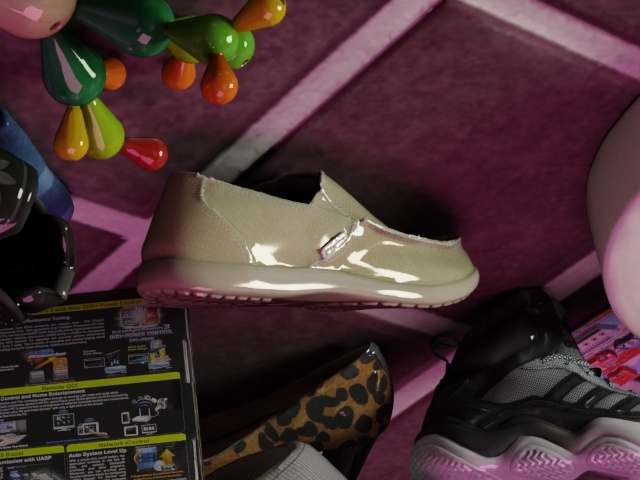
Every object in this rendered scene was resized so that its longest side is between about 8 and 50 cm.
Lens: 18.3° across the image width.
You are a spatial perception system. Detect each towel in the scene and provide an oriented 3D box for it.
[{"bbox_3d":[-0.206,-0.039,1.275,0.067,0.029,0.119,-15,145,9],"label":"towel"}]

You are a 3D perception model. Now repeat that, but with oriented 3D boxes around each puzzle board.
[{"bbox_3d":[0.218,0.097,1.582,0.096,0.011,0.128,21,136,-36],"label":"puzzle board"}]

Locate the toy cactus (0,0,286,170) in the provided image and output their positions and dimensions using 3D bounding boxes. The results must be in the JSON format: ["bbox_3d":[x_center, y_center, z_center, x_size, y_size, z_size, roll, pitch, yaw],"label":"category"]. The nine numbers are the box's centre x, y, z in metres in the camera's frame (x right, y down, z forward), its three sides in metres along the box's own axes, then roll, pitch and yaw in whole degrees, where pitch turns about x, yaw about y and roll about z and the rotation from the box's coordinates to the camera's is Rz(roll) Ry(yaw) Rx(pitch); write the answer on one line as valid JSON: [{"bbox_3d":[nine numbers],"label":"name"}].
[{"bbox_3d":[-0.126,-0.118,1.125,0.180,0.112,0.219,15,149,-16],"label":"toy cactus"}]

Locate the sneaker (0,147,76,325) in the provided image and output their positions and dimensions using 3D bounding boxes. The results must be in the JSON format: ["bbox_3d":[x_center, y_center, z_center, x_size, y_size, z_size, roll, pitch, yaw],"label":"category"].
[{"bbox_3d":[-0.229,0.025,1.248,0.146,0.102,0.293,11,153,-6],"label":"sneaker"}]

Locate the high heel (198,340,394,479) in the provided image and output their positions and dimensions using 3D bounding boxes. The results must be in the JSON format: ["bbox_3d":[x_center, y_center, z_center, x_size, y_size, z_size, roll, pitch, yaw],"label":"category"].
[{"bbox_3d":[-0.081,0.127,1.532,0.261,0.093,0.186,15,119,-11],"label":"high heel"}]

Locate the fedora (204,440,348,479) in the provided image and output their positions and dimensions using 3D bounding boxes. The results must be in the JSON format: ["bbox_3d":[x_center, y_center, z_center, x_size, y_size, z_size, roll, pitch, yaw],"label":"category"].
[{"bbox_3d":[-0.049,0.235,1.451,0.275,0.244,0.124,-36,97,23],"label":"fedora"}]

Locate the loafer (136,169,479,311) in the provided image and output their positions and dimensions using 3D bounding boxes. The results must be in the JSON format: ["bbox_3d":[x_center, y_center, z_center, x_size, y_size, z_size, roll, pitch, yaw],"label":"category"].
[{"bbox_3d":[0.000,0.000,1.320,0.268,0.092,0.102,3,175,-41],"label":"loafer"}]

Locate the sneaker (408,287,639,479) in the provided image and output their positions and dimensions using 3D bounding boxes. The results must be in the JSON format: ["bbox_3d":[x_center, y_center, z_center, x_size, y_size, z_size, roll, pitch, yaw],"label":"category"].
[{"bbox_3d":[0.199,0.112,1.463,0.269,0.153,0.101,-4,148,15],"label":"sneaker"}]

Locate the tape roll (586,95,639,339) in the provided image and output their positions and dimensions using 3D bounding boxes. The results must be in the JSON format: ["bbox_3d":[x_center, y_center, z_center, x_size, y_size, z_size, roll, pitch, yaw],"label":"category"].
[{"bbox_3d":[0.378,-0.033,1.369,0.392,0.072,0.392,-5,147,-4],"label":"tape roll"}]

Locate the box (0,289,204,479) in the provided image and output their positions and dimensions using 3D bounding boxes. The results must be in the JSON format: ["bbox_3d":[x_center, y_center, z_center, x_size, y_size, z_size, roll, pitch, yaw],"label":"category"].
[{"bbox_3d":[-0.216,0.146,1.380,0.270,0.216,0.060,-6,145,-4],"label":"box"}]
